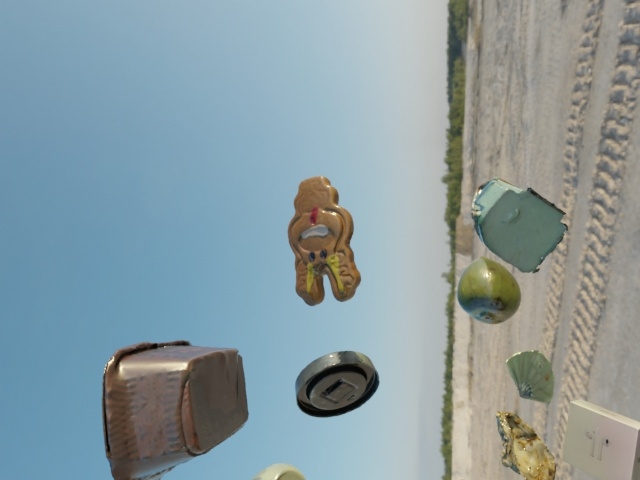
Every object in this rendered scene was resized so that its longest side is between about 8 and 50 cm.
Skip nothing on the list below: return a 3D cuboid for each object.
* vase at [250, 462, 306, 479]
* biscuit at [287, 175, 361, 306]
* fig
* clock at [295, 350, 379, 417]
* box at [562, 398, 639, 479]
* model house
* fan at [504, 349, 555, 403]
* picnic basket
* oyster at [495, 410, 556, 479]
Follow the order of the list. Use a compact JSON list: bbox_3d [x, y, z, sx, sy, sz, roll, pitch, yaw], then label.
[{"bbox_3d":[-0.128,0.638,1.154,0.248,0.128,0.128,-45,24,48],"label":"vase"},{"bbox_3d":[-0.002,0.000,1.056,0.044,0.186,0.295,-1,-102,-57],"label":"biscuit"},{"bbox_3d":[0.571,0.160,1.552,0.203,0.203,0.225,69,-153,-52],"label":"fig"},{"bbox_3d":[0.053,0.463,1.472,0.055,0.281,0.280,-113,8,-50],"label":"clock"},{"bbox_3d":[0.571,0.410,0.925,0.051,0.130,0.129,3,-86,-34],"label":"box"},{"bbox_3d":[0.318,-0.044,0.792,0.119,0.148,0.148,-56,15,19],"label":"model house"},{"bbox_3d":[0.572,0.366,1.234,0.240,0.009,0.131,40,-101,-24],"label":"fan"},{"bbox_3d":[-0.223,0.275,0.779,0.297,0.129,0.222,38,-137,-75],"label":"picnic basket"},{"bbox_3d":[0.447,0.465,1.022,0.105,0.177,0.056,-30,-15,-24],"label":"oyster"}]
